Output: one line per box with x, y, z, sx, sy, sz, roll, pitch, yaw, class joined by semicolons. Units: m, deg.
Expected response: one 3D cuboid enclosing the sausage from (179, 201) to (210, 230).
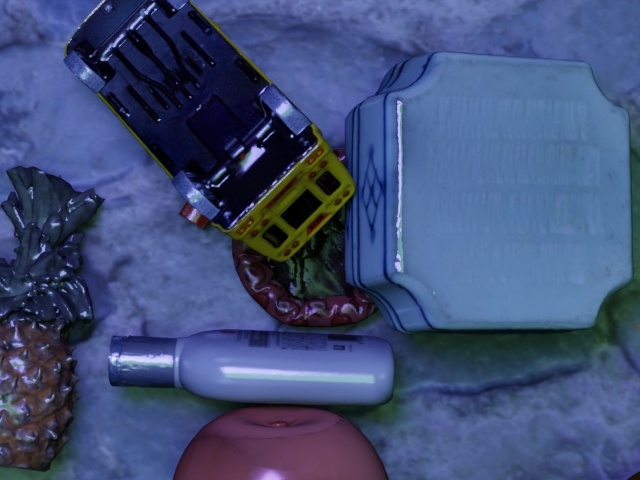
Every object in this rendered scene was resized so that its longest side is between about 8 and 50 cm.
-0.103;-0.073;1.539;0.034;0.034;0.129;33;87;1;sausage

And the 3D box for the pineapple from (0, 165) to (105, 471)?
-0.315;0.078;1.484;0.170;0.141;0.310;5;79;24;pineapple

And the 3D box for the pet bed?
0.000;0.000;1.528;0.201;0.053;0.201;0;89;2;pet bed

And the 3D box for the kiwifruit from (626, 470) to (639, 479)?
0.357;0.336;1.451;0.196;0.196;0.234;28;83;0;kiwifruit

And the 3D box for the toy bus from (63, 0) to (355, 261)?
-0.117;-0.130;1.449;0.145;0.151;0.331;-45;56;4;toy bus

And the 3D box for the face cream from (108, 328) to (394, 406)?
-0.071;0.129;1.475;0.291;0.144;0.071;3;95;-3;face cream

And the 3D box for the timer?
-0.040;0.280;1.427;0.229;0.229;0.215;0;97;-1;timer

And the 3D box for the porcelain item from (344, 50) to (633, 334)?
0.168;-0.044;1.457;0.285;0.157;0.281;0;86;-20;porcelain item
